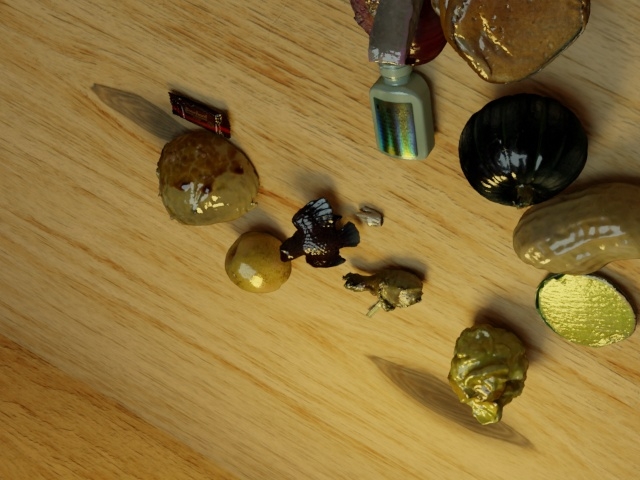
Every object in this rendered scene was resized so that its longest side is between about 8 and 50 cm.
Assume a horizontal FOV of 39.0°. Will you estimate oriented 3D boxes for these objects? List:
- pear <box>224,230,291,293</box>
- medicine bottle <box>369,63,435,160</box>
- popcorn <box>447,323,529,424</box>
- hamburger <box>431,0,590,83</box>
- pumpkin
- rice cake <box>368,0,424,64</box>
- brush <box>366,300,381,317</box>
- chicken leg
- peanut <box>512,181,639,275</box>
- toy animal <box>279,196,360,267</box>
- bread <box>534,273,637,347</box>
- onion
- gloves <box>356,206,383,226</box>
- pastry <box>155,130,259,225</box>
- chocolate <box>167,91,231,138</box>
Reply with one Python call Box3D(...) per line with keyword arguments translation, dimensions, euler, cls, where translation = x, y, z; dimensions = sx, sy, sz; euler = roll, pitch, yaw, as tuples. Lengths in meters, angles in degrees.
Box3D(translation=(-0.161, 0.059, 2.386), dimensions=(0.178, 0.178, 0.178), euler=(20, 139, 19), cls="pear")
Box3D(translation=(0.164, -0.277, 1.851), dimensions=(0.121, 0.083, 0.228), euler=(14, 138, 28), cls="medicine bottle")
Box3D(translation=(0.403, 0.315, 2.179), dimensions=(0.181, 0.216, 0.235), euler=(9, 146, 24), cls="popcorn")
Box3D(translation=(0.315, -0.388, 1.477), dimensions=(0.261, 0.211, 0.245), euler=(-9, 126, -5), cls="hamburger")
Box3D(translation=(0.383, -0.157, 1.720), dimensions=(0.250, 0.216, 0.250), euler=(4, 161, 1), cls="pumpkin")
Box3D(translation=(0.160, -0.477, 1.480), dimensions=(0.070, 0.398, 0.064), euler=(17, 180, 15), cls="rice cake")
Box3D(translation=(0.147, 0.178, 2.386), dimensions=(0.016, 0.013, 0.083), euler=(34, 134, -6), cls="brush")
Box3D(translation=(0.158, 0.122, 2.263), dimensions=(0.228, 0.088, 0.103), euler=(-2, 142, 33), cls="chicken leg")
Box3D(translation=(0.540, -0.022, 1.782), dimensions=(0.340, 0.158, 0.174), euler=(-20, 95, 42), cls="peanut")
Box3D(translation=(-0.008, 0.003, 2.193), dimensions=(0.116, 0.180, 0.218), euler=(37, 152, 43), cls="toy animal")
Box3D(translation=(0.591, 0.151, 2.018), dimensions=(0.229, 0.033, 0.228), euler=(19, 137, 19), cls="bread")
Box3D(translation=(0.148, -0.437, 1.634), dimensions=(0.248, 0.161, 0.248), euler=(37, 143, 35), cls="onion")
Box3D(translation=(0.122, -0.055, 2.152), dimensions=(0.081, 0.037, 0.044), euler=(12, 101, 34), cls="gloves")
Box3D(translation=(-0.299, -0.137, 2.268), dimensions=(0.256, 0.170, 0.236), euler=(-1, 132, 30), cls="pastry")
Box3D(translation=(-0.293, -0.307, 2.202), dimensions=(0.183, 0.028, 0.086), euler=(22, 147, 18), cls="chocolate")
